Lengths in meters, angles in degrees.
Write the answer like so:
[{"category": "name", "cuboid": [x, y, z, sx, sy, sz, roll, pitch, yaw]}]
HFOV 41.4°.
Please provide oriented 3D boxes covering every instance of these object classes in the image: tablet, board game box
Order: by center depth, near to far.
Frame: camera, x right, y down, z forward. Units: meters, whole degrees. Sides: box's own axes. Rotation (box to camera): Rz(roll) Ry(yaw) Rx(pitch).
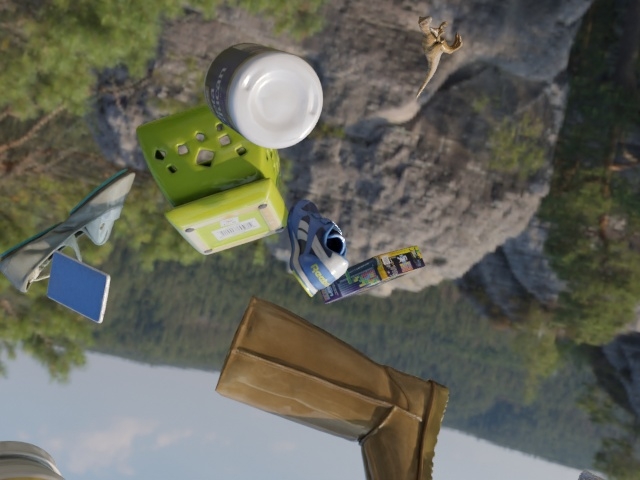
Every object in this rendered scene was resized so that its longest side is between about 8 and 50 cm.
[{"category": "tablet", "cuboid": [-0.254, 0.048, 0.887, 0.083, 0.054, 0.006, 21, -165, 29]}, {"category": "board game box", "cuboid": [0.097, 0.063, 1.575, 0.141, 0.048, 0.170, -26, 172, 30]}]

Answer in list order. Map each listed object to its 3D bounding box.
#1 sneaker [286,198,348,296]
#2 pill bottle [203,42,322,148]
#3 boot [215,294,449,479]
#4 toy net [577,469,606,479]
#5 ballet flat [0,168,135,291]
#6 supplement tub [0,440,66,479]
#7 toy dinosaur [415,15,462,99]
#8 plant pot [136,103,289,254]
[{"category": "sneaker", "cuboid": [0.000, 0.000, 0.922, 0.059, 0.144, 0.053, -30, 126, 16]}, {"category": "pill bottle", "cuboid": [-0.068, -0.155, 0.878, 0.094, 0.094, 0.169, 17, -170, -24]}, {"category": "boot", "cuboid": [0.000, 0.217, 1.001, 0.270, 0.236, 0.089, 24, 141, -6]}, {"category": "toy net", "cuboid": [0.401, 0.389, 1.117, 0.045, 0.122, 0.232, 21, -152, -31]}, {"category": "ballet flat", "cuboid": [-0.315, -0.009, 1.102, 0.068, 0.213, 0.072, 55, 178, -3]}, {"category": "supplement tub", "cuboid": [-0.450, 0.479, 1.219, 0.241, 0.241, 0.331, 19, -158, -37]}, {"category": "toy dinosaur", "cuboid": [0.252, -0.420, 1.863, 0.112, 0.064, 0.211, -10, 138, 3]}, {"category": "plant pot", "cuboid": [-0.180, -0.107, 1.548, 0.228, 0.207, 0.227, -18, 160, 2]}]
